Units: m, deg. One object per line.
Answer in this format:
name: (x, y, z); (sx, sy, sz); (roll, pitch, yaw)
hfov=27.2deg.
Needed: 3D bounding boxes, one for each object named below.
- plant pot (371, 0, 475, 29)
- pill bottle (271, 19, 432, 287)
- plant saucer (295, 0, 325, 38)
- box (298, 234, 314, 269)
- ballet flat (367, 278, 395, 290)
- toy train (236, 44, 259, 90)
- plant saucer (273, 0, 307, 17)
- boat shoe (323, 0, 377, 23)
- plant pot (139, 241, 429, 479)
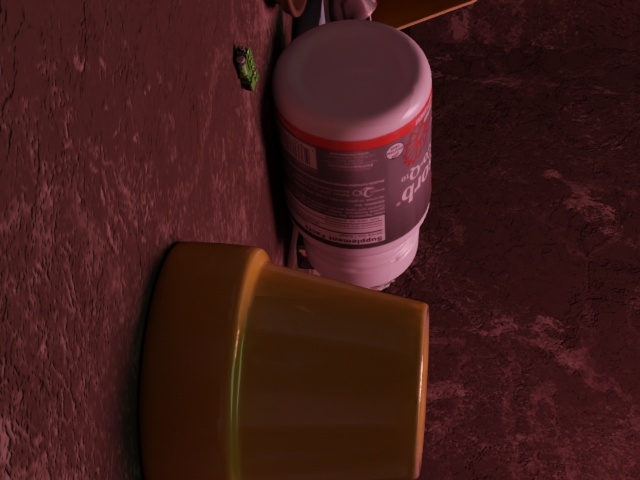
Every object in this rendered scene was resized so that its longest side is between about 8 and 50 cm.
plant pot: (0.119, -0.494, 2.208); (0.187, 0.212, 0.212); (-108, 177, -51)
pill bottle: (0.049, -0.109, 1.836); (0.363, 0.210, 0.210); (84, 11, -52)
plant saucer: (-0.002, -0.283, 2.029); (0.317, 0.044, 0.317); (3, 90, -84)
box: (0.000, 0.000, 2.082); (0.052, 0.062, 0.083); (88, 9, -45)
ballet flat: (0.091, -0.100, 2.660); (0.147, 0.147, 0.408); (-16, 111, -83)
toy train: (-0.084, -0.194, 1.497); (0.083, 0.017, 0.023); (73, 32, -71)
plant saucer: (-0.041, -0.420, 1.660); (0.278, 0.041, 0.277); (3, 90, -84)
boat shoe: (0.056, -0.305, 1.926); (0.112, 0.096, 0.335); (-77, 168, -55)
plant pot: (-0.022, 0.131, 1.230); (0.254, 0.239, 0.253); (2, 90, -84)
